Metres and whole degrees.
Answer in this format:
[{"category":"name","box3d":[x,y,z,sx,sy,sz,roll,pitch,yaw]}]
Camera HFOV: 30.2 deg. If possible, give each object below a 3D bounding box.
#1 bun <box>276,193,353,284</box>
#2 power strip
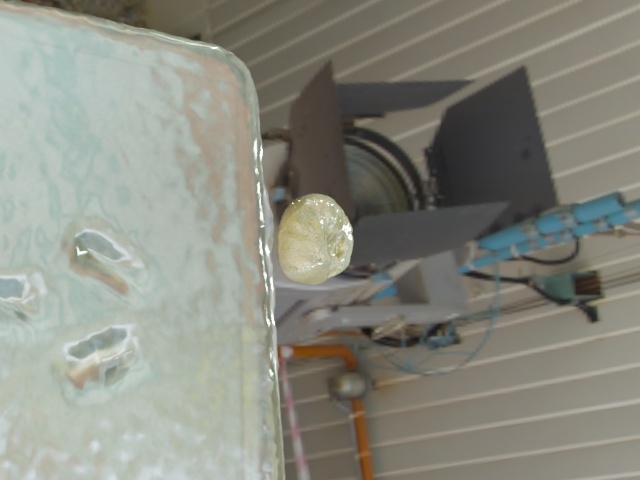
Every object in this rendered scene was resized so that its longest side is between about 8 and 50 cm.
[{"category":"bun","box3d":[0.000,0.000,1.075,0.054,0.086,0.086,9,-86,34]},{"category":"power strip","box3d":[-0.117,0.021,0.359,0.064,0.213,0.198,-26,-119,54]}]
